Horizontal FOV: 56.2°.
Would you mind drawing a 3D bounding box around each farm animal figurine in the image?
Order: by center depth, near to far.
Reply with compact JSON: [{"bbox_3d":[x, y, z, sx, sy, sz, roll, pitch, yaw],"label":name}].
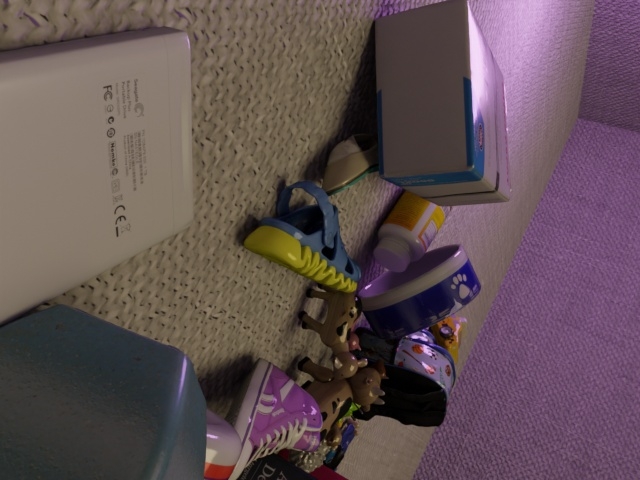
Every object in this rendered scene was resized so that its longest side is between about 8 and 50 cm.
[{"bbox_3d":[0.030,0.276,1.176,0.326,0.172,0.330,-47,138,-25],"label":"farm animal figurine"}]

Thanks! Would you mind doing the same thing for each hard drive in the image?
[{"bbox_3d":[-0.256,-0.052,0.546,0.353,0.047,0.232,-36,141,-49],"label":"hard drive"}]

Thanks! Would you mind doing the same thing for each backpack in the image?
[{"bbox_3d":[0.197,0.334,1.478,0.213,0.264,0.276,-57,153,-37],"label":"backpack"}]

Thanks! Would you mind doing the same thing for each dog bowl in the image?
[{"bbox_3d":[0.217,0.112,1.342,0.265,0.265,0.104,-31,95,-51],"label":"dog bowl"}]

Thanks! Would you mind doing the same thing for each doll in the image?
[{"bbox_3d":[0.042,0.578,1.622,0.189,0.046,0.129,-44,145,-41],"label":"doll"}]

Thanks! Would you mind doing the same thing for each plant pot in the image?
[{"bbox_3d":[-0.234,0.211,0.556,0.247,0.247,0.252,94,17,-56],"label":"plant pot"}]

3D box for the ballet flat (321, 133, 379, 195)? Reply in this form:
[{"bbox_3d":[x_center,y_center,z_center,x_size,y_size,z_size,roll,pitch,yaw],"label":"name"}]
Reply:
[{"bbox_3d":[0.060,-0.143,1.056,0.248,0.086,0.086,-32,137,-56],"label":"ballet flat"}]

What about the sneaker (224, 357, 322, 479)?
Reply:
[{"bbox_3d":[-0.071,0.300,0.941,0.102,0.161,0.282,-52,-177,22],"label":"sneaker"}]

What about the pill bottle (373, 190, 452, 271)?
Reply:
[{"bbox_3d":[0.209,-0.033,1.379,0.215,0.117,0.117,-54,151,-27],"label":"pill bottle"}]

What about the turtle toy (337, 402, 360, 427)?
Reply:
[{"bbox_3d":[0.033,0.380,1.389,0.066,0.130,0.095,-102,-160,-56],"label":"turtle toy"}]

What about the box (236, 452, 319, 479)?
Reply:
[{"bbox_3d":[-0.049,0.546,0.986,0.293,0.396,0.212,-59,165,-19],"label":"box"}]

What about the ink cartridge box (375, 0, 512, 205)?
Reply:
[{"bbox_3d":[0.248,-0.229,1.143,0.395,0.166,0.285,10,77,-64],"label":"ink cartridge box"}]

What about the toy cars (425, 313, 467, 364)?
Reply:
[{"bbox_3d":[0.332,0.242,1.659,0.393,0.087,0.176,117,-35,-85],"label":"toy cars"}]

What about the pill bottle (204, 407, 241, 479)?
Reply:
[{"bbox_3d":[-0.242,0.352,0.735,0.322,0.182,0.181,-63,154,-9],"label":"pill bottle"}]

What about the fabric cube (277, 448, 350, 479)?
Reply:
[{"bbox_3d":[-0.026,0.654,1.307,0.259,0.258,0.254,-49,148,-33],"label":"fabric cube"}]

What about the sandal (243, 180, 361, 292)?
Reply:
[{"bbox_3d":[0.000,0.000,1.004,0.138,0.126,0.317,-69,156,-8],"label":"sandal"}]
